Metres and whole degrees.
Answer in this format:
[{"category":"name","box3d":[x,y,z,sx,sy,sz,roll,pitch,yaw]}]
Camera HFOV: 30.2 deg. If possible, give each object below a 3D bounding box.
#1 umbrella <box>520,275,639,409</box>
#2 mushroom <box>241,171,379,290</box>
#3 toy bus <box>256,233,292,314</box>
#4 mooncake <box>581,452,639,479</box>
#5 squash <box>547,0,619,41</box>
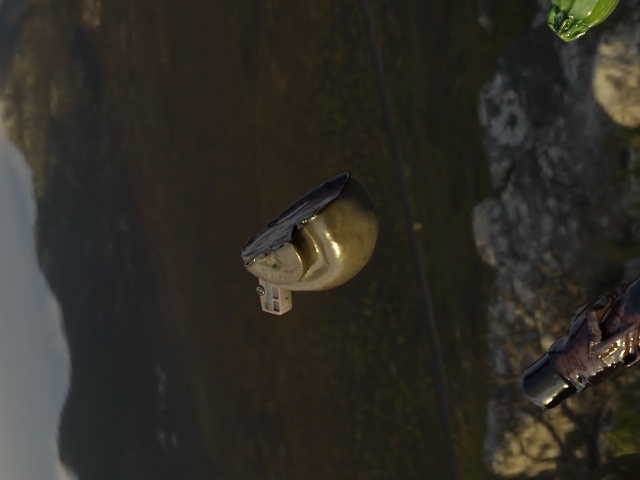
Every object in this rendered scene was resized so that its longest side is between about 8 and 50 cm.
[{"category":"umbrella","box3d":[0.339,0.076,1.257,0.090,0.094,0.326,48,122,2]},{"category":"mushroom","box3d":[0.000,0.000,1.390,0.188,0.117,0.141,-34,25,50]},{"category":"toy bus","box3d":[-0.073,0.051,1.868,0.052,0.037,0.131,15,117,36]},{"category":"mooncake","box3d":[0.376,0.383,1.310,0.284,0.155,0.284,21,124,36]},{"category":"squash","box3d":[0.281,-0.295,1.143,0.077,0.068,0.219,38,105,56]}]
